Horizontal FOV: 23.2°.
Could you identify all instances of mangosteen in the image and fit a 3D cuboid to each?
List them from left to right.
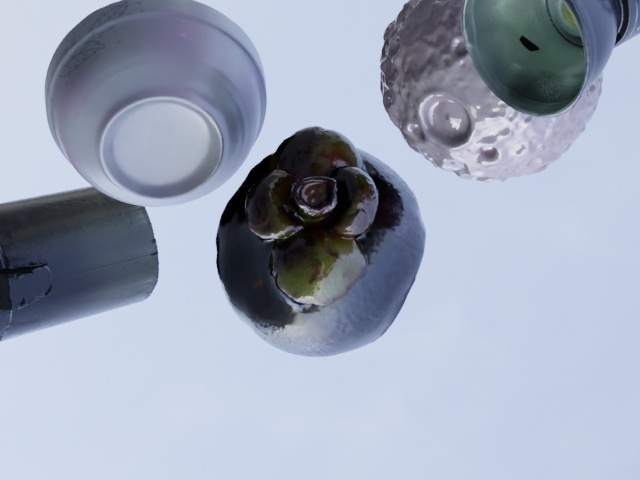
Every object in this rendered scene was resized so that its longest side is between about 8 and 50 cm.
[{"bbox_3d":[0.003,0.003,1.875,0.287,0.233,0.287,-56,-168,18],"label":"mangosteen"}]

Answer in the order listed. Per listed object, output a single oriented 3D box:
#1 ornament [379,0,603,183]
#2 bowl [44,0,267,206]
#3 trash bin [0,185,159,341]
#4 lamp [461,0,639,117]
[{"bbox_3d":[0.189,-0.189,1.782,0.259,0.259,0.225,-27,-165,42],"label":"ornament"},{"bbox_3d":[-0.205,-0.155,1.979,0.287,0.287,0.144,-44,-148,21],"label":"bowl"},{"bbox_3d":[-0.411,0.032,2.339,0.252,0.301,0.203,7,-74,48],"label":"trash bin"},{"bbox_3d":[0.262,-0.227,1.435,0.227,0.147,0.172,-32,179,-33],"label":"lamp"}]
